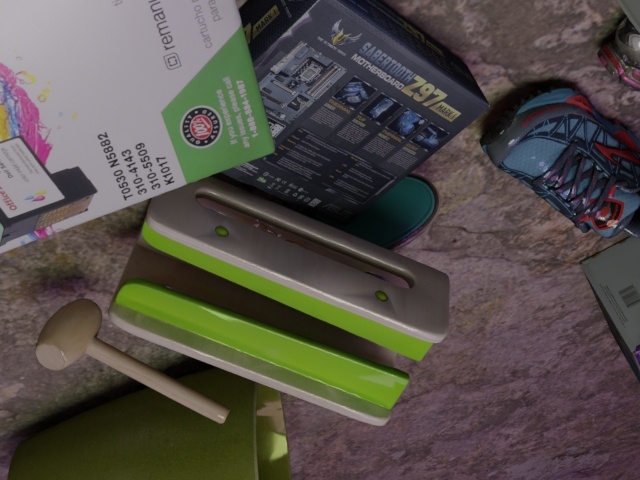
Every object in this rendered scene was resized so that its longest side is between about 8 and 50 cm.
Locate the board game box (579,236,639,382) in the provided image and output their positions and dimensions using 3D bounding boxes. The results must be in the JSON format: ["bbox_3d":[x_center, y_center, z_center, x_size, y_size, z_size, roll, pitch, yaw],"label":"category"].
[{"bbox_3d":[0.469,0.106,1.366,0.142,0.144,0.275,-29,147,10],"label":"board game box"}]

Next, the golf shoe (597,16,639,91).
[{"bbox_3d":[0.354,-0.177,0.958,0.186,0.068,0.086,4,138,-34],"label":"golf shoe"}]

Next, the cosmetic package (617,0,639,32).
[{"bbox_3d":[0.307,-0.257,0.735,0.151,0.152,0.184,-3,143,-26],"label":"cosmetic package"}]

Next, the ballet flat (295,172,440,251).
[{"bbox_3d":[0.000,0.000,1.011,0.248,0.086,0.086,-21,147,1],"label":"ballet flat"}]

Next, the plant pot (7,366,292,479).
[{"bbox_3d":[-0.193,0.285,1.163,0.293,0.275,0.275,-7,147,4],"label":"plant pot"}]

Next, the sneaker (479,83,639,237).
[{"bbox_3d":[0.270,-0.068,1.012,0.261,0.125,0.104,11,134,-41],"label":"sneaker"}]

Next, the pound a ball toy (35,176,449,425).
[{"bbox_3d":[-0.071,0.059,0.922,0.319,0.136,0.208,22,125,-8],"label":"pound a ball toy"}]

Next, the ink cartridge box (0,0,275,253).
[{"bbox_3d":[-0.190,-0.108,0.610,0.278,0.117,0.201,-21,135,-7],"label":"ink cartridge box"}]

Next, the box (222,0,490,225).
[{"bbox_3d":[0.006,-0.115,0.850,0.183,0.059,0.232,-39,143,25],"label":"box"}]
